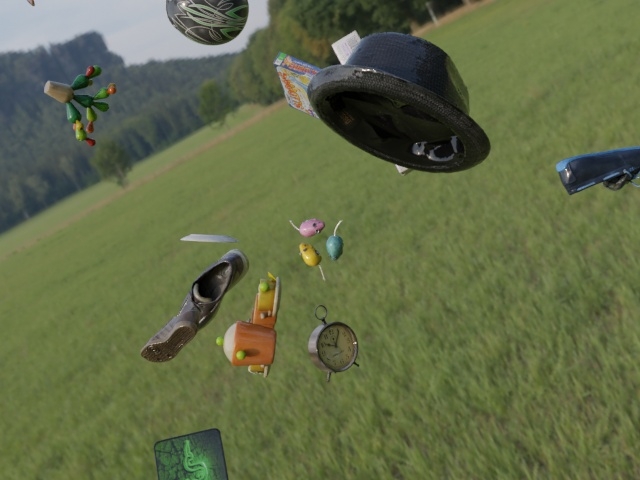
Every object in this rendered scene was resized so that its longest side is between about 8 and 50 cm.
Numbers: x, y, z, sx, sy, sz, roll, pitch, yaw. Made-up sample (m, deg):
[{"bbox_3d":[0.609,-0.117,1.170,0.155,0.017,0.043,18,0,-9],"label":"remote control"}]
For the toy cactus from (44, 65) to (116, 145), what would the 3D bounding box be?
[{"bbox_3d":[-0.649,-0.379,2.152,0.180,0.219,0.112,17,-3,-40],"label":"toy cactus"}]

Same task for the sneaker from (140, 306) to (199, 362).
[{"bbox_3d":[-0.336,0.217,1.821,0.188,0.066,0.071,-32,28,33],"label":"sneaker"}]

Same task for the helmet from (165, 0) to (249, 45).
[{"bbox_3d":[-0.235,-0.488,1.670,0.169,0.169,0.162,-26,24,12],"label":"helmet"}]

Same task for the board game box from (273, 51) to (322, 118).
[{"bbox_3d":[-0.031,-0.367,1.945,0.035,0.136,0.201,-59,-19,-14],"label":"board game box"}]

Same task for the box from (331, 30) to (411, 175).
[{"bbox_3d":[0.127,-0.295,1.720,0.067,0.324,0.063,-30,-8,11],"label":"box"}]

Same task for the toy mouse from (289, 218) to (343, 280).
[{"bbox_3d":[0.000,0.000,1.831,0.143,0.161,0.031,-39,1,33],"label":"toy mouse"}]

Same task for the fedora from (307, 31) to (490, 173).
[{"bbox_3d":[0.150,-0.250,1.376,0.334,0.334,0.153,-11,57,62],"label":"fedora"}]

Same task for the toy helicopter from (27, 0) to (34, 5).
[{"bbox_3d":[-0.669,-0.623,1.908,0.355,0.140,0.235,0,33,42],"label":"toy helicopter"}]

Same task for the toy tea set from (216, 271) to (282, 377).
[{"bbox_3d":[-0.162,0.200,1.779,0.124,0.200,0.336,7,-21,-4],"label":"toy tea set"}]

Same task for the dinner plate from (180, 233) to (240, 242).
[{"bbox_3d":[-0.259,-0.005,1.885,0.141,0.017,0.141,3,-1,0],"label":"dinner plate"}]

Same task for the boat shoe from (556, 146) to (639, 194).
[{"bbox_3d":[0.627,-0.147,1.730,0.258,0.089,0.109,-10,-4,-11],"label":"boat shoe"}]

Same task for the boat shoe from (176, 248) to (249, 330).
[{"bbox_3d":[-0.300,0.138,2.091,0.285,0.103,0.092,-47,-14,20],"label":"boat shoe"}]

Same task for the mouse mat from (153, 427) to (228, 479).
[{"bbox_3d":[-0.280,0.514,1.747,0.152,0.190,0.007,-12,-28,-6],"label":"mouse mat"}]

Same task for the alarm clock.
[{"bbox_3d":[0.025,0.259,2.080,0.129,0.192,0.064,-20,6,-32],"label":"alarm clock"}]
